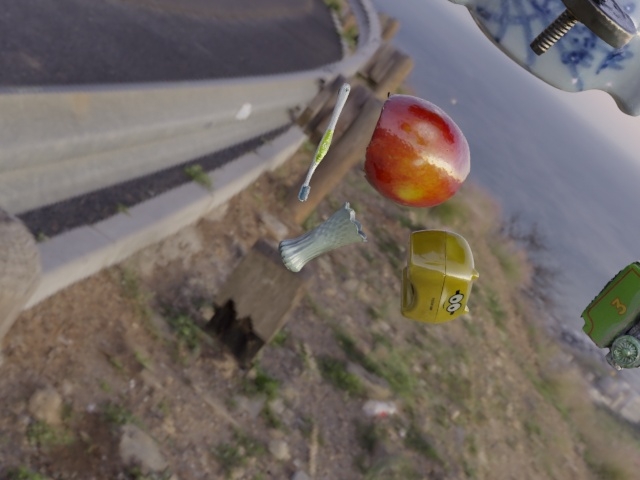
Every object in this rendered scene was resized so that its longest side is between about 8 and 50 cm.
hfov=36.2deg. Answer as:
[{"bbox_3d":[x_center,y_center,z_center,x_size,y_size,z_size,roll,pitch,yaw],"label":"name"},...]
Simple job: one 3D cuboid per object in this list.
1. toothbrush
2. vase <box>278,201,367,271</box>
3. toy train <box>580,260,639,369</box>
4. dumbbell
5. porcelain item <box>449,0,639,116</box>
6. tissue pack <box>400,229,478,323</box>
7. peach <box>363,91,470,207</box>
[{"bbox_3d":[0.007,-0.203,2.021,0.022,0.263,0.026,24,-6,-29],"label":"toothbrush"},{"bbox_3d":[0.000,0.000,1.734,0.081,0.148,0.081,60,8,-15],"label":"vase"},{"bbox_3d":[0.325,0.035,0.899,0.060,0.202,0.081,0,45,-53],"label":"toy train"},{"bbox_3d":[0.375,-0.338,1.166,0.143,0.325,0.143,32,32,-23],"label":"dumbbell"},{"bbox_3d":[0.416,-0.386,1.666,0.405,0.242,0.178,29,37,-7],"label":"porcelain item"},{"bbox_3d":[0.213,0.067,1.779,0.127,0.178,0.123,3,51,-2],"label":"tissue pack"},{"bbox_3d":[0.156,-0.163,1.755,0.226,0.190,0.196,34,21,-35],"label":"peach"}]
